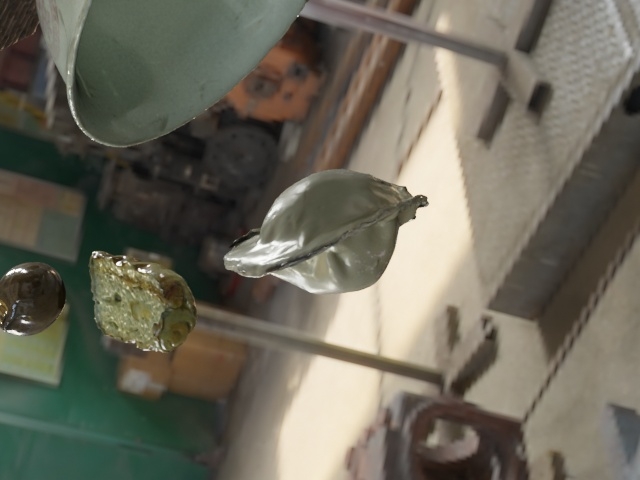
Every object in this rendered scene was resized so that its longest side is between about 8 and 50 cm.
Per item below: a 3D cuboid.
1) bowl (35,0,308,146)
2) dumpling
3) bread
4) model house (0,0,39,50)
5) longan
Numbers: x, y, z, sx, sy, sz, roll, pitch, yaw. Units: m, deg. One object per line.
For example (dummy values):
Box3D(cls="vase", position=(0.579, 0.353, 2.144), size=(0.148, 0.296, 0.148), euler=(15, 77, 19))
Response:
Box3D(cls="bowl", position=(-0.172, -0.329, 1.510), size=(0.435, 0.196, 0.435), euler=(-44, -16, -17))
Box3D(cls="dumpling", position=(0.000, 0.000, 1.583), size=(0.142, 0.247, 0.172), euler=(69, -159, -6))
Box3D(cls="bread", position=(-0.261, 0.091, 2.076), size=(0.232, 0.088, 0.128), euler=(15, 103, 49))
Box3D(cls="model house", position=(-0.400, -0.383, 1.714), size=(0.280, 0.249, 0.230), euler=(-51, 61, 35))
Box3D(cls="longan", position=(-0.396, 0.082, 1.906), size=(0.113, 0.092, 0.113), euler=(-48, 5, 6))
